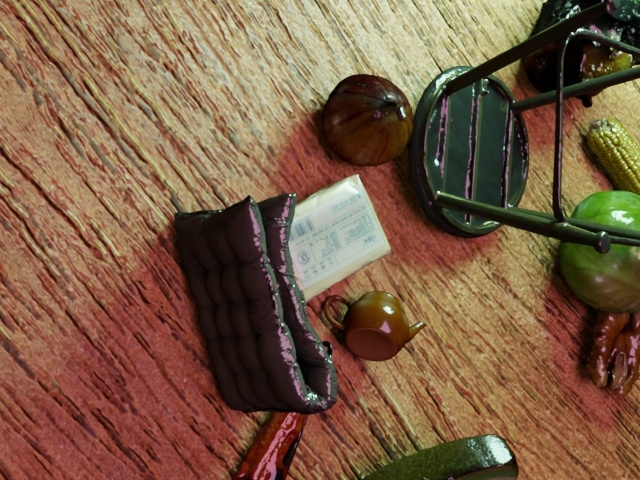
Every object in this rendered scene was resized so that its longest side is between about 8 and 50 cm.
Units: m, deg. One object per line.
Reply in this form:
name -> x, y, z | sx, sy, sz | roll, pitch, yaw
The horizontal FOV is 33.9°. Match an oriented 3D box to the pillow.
pillow -> -0.098, 0.097, 1.535 | 0.101, 0.228, 0.326 | -15, 93, -36

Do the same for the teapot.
teapot -> 0.089, 0.129, 1.722 | 0.173, 0.116, 0.116 | 18, 75, -1

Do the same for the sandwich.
sandwich -> 0.224, 0.439, 1.747 | 0.251, 0.162, 0.301 | -24, 121, 5

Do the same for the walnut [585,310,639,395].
walnut -> 0.558, 0.206, 2.006 | 0.143, 0.069, 0.170 | 28, 74, -27

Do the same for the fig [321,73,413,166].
fig -> 0.078, -0.208, 1.705 | 0.149, 0.202, 0.148 | 18, 58, 7

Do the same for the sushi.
sushi -> 0.480, -0.363, 1.914 | 0.215, 0.227, 0.212 | 38, 68, -22

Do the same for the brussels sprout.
brussels sprout -> 0.556, 0.025, 1.948 | 0.244, 0.244, 0.244 | 3, 84, -30

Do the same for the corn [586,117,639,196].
corn -> 0.601, -0.145, 2.055 | 0.238, 0.080, 0.080 | 48, 65, -19

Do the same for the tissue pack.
tissue pack -> 0.000, 0.000, 1.680 | 0.196, 0.092, 0.148 | -28, 100, -28

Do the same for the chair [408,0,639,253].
chair -> 0.385, -0.156, 1.711 | 0.362, 0.410, 0.364 | 4, 88, -42

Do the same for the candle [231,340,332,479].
candle -> -0.050, 0.292, 1.647 | 0.084, 0.059, 0.301 | 41, 69, -34
